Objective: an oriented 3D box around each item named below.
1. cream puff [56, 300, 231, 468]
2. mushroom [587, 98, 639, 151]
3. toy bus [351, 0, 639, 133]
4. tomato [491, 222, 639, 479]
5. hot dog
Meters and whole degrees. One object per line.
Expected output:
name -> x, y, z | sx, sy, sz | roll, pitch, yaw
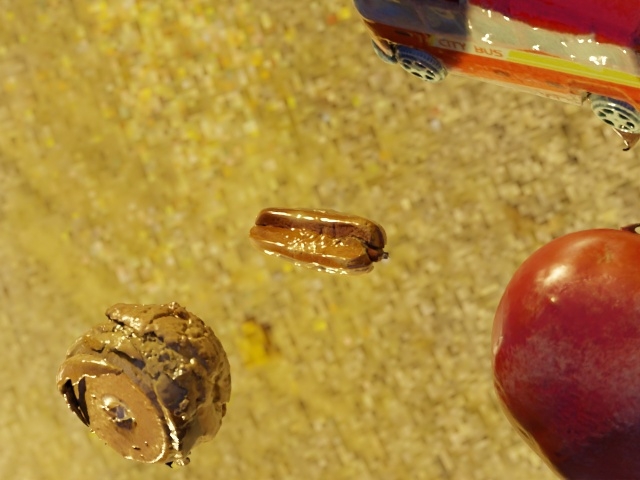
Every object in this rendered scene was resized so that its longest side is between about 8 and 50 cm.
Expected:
cream puff -> -0.117, 0.097, 1.291 | 0.119, 0.104, 0.133 | 44, 138, 4
mushroom -> 0.321, -0.178, 1.774 | 0.146, 0.278, 0.278 | -43, 69, 21
toy bus -> 0.135, -0.162, 1.186 | 0.265, 0.121, 0.120 | 19, 165, 34
tomato -> 0.190, 0.083, 1.138 | 0.187, 0.151, 0.187 | 55, 169, 17
hot dog -> 0.000, 0.000, 1.457 | 0.133, 0.056, 0.041 | 12, 160, 34
